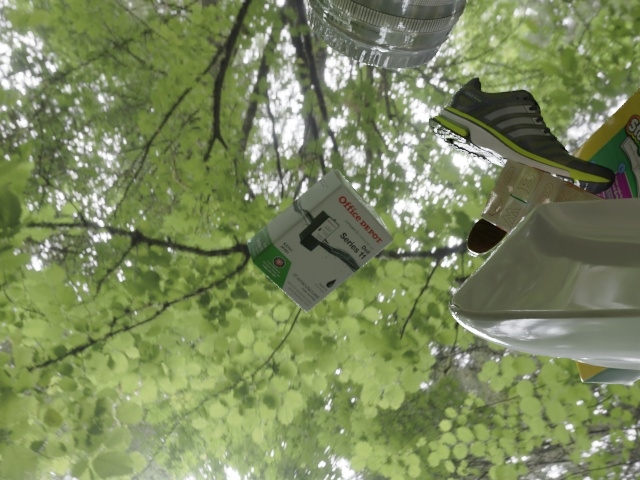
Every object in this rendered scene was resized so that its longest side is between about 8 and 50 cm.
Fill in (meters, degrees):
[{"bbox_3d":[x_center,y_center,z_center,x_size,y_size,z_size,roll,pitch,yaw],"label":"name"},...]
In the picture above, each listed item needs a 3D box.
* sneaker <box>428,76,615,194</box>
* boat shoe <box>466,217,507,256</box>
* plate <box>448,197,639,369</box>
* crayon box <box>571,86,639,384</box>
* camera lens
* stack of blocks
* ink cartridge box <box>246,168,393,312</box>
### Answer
[{"bbox_3d":[0.321,-0.166,1.125,0.300,0.111,0.121,31,-90,22],"label":"sneaker"},{"bbox_3d":[0.294,-0.020,1.232,0.056,0.049,0.152,31,-123,20],"label":"boat shoe"},{"bbox_3d":[0.237,0.016,0.389,0.278,0.277,0.045,-1,-77,26],"label":"plate"},{"bbox_3d":[0.488,-0.002,1.108,0.106,0.313,0.363,5,-120,-17],"label":"crayon box"},{"bbox_3d":[0.106,-0.390,0.923,0.219,0.274,0.219,9,-132,-10],"label":"camera lens"},{"bbox_3d":[0.346,0.000,0.860,0.171,0.297,0.087,19,-78,-22],"label":"stack of blocks"},{"bbox_3d":[0.000,0.000,1.269,0.208,0.087,0.153,-41,-63,8],"label":"ink cartridge box"}]
